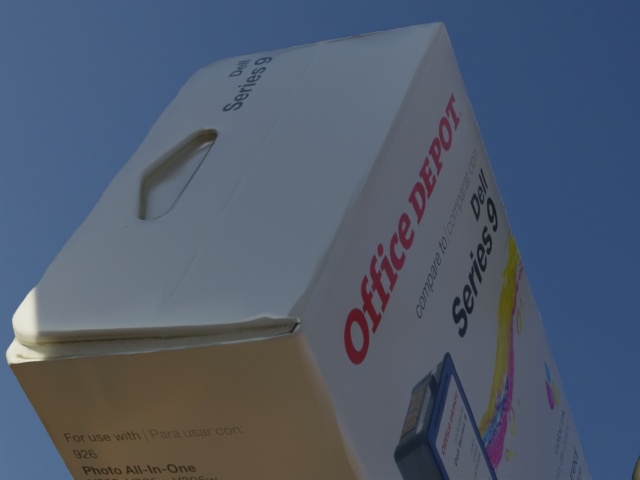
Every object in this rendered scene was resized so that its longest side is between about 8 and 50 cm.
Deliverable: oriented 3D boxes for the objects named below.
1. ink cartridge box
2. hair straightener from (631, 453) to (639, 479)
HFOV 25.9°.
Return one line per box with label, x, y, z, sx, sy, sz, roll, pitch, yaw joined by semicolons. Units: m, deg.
ink cartridge box;0.011;0.063;0.433;0.093;0.154;0.212;-8;-58;25
hair straightener;0.139;0.011;0.418;0.047;0.230;0.089;15;-26;20
